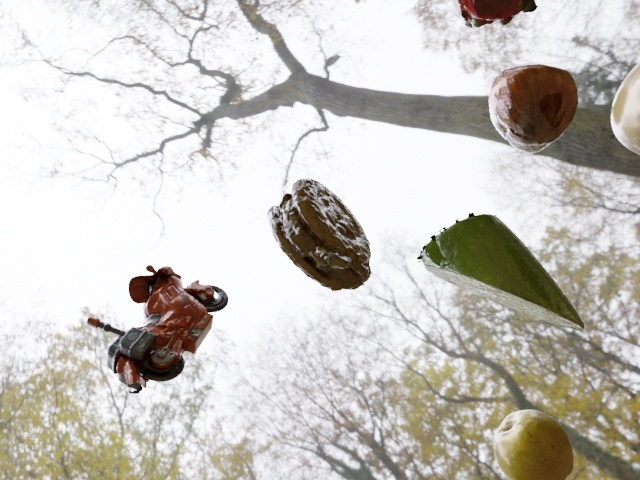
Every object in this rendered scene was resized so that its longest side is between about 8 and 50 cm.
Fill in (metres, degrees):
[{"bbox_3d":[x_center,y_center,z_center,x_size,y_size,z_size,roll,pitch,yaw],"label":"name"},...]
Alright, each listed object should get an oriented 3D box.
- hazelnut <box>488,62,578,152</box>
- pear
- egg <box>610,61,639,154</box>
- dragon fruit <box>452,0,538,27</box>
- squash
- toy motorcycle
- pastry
[{"bbox_3d":[0.432,-0.271,1.102,0.182,0.182,0.182,-9,-71,-28],"label":"hazelnut"},{"bbox_3d":[0.570,0.565,1.466,0.209,0.209,0.208,-9,-71,-28],"label":"pear"},{"bbox_3d":[0.590,-0.223,0.881,0.201,0.244,0.200,6,-105,-24],"label":"egg"},{"bbox_3d":[0.302,-0.462,0.966,0.167,0.160,0.171,28,-130,-20],"label":"dragon fruit"},{"bbox_3d":[0.321,0.093,1.007,0.189,0.260,0.189,-21,-28,-12],"label":"squash"},{"bbox_3d":[-0.355,0.175,1.208,0.222,0.325,0.147,19,-54,7],"label":"toy motorcycle"},{"bbox_3d":[0.000,0.000,1.101,0.132,0.235,0.240,-38,-30,22],"label":"pastry"}]
